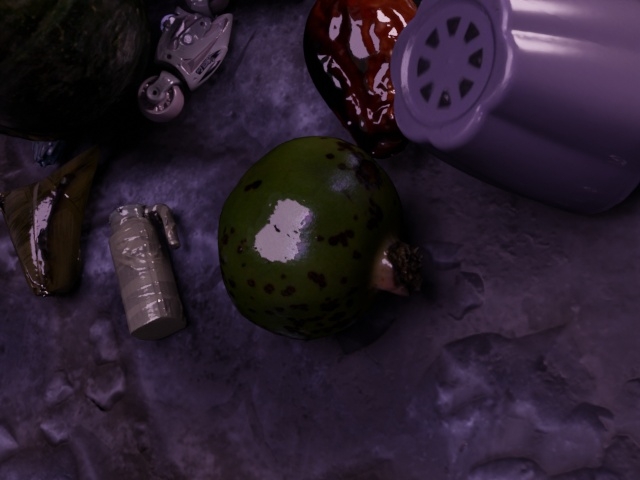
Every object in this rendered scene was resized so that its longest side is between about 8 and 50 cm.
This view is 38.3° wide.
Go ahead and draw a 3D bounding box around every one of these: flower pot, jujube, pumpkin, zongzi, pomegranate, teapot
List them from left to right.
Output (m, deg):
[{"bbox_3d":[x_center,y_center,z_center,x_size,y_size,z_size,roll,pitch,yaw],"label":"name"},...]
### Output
[{"bbox_3d":[-0.452,-0.344,1.306,0.454,0.454,0.344,28,79,33],"label":"pumpkin"},{"bbox_3d":[-0.394,-0.024,1.459,0.204,0.094,0.205,-31,66,10],"label":"zongzi"},{"bbox_3d":[-0.249,0.036,1.361,0.107,0.077,0.200,-28,64,17],"label":"teapot"},{"bbox_3d":[0.000,0.000,1.140,0.270,0.254,0.254,14,83,21],"label":"pomegranate"},{"bbox_3d":[0.065,-0.227,1.209,0.168,0.168,0.237,-20,70,24],"label":"jujube"},{"bbox_3d":[0.221,-0.175,1.005,0.265,0.243,0.265,-15,71,49],"label":"flower pot"}]

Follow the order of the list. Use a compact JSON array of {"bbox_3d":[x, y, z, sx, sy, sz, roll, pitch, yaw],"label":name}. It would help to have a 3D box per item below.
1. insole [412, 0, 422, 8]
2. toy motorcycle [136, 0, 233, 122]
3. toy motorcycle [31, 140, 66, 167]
[{"bbox_3d":[0.148,-0.395,1.296,0.086,0.005,0.253,30,91,34],"label":"insole"},{"bbox_3d":[-0.199,-0.297,1.425,0.112,0.112,0.254,19,85,33],"label":"toy motorcycle"},{"bbox_3d":[-0.479,-0.218,1.547,0.239,0.108,0.204,-6,73,29],"label":"toy motorcycle"}]
